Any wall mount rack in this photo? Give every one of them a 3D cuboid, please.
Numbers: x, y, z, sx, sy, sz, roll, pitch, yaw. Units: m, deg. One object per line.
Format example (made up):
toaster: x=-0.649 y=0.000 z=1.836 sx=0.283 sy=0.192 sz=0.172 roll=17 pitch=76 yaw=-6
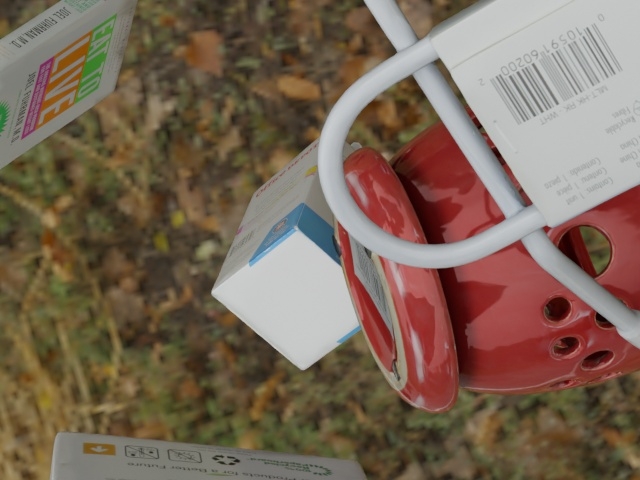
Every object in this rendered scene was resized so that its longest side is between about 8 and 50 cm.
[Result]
wall mount rack: x=0.185 y=-0.076 z=0.880 sx=0.350 sy=0.130 sz=0.304 roll=-28 pitch=111 yaw=20

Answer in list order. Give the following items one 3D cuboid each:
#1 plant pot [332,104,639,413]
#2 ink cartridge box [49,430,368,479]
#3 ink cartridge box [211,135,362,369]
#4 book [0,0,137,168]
plant pot: x=0.108 y=0.009 z=1.090 sx=0.191 sy=0.174 sz=0.191 roll=162 pitch=90 yaw=-82
ink cartridge box: x=-0.041 y=0.179 z=0.827 sx=0.371 sy=0.176 sz=0.069 roll=-128 pitch=46 yaw=-77
ink cartridge box: x=0.000 y=0.000 z=1.252 sx=0.090 sy=0.143 sz=0.092 roll=41 pitch=125 yaw=-16
book: x=-0.170 y=-0.103 z=1.082 sx=0.035 sy=0.144 sz=0.096 roll=36 pitch=134 yaw=10
